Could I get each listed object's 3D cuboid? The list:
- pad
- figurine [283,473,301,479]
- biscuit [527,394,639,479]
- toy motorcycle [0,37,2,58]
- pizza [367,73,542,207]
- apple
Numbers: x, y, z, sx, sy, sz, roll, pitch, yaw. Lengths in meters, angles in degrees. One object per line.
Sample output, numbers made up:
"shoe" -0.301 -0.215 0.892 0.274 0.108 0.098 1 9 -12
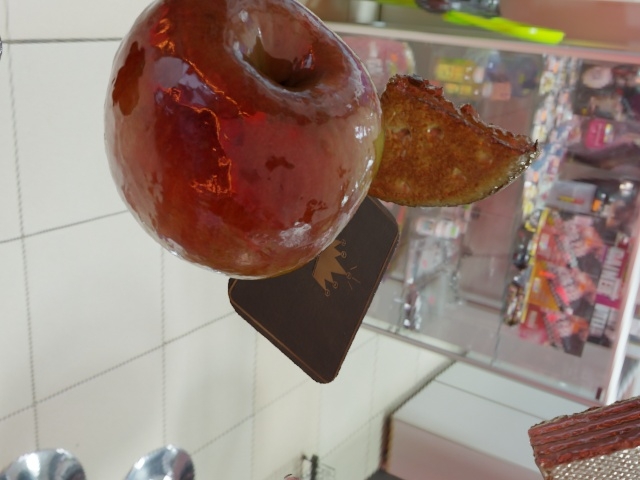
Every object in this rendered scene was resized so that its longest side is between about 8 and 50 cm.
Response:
"pad" -0.001 0.000 1.226 0.315 0.063 0.375 43 51 -20
"figurine" -0.040 0.308 0.837 0.060 0.047 0.106 58 34 -35
"biscuit" 0.509 0.255 1.055 0.078 0.426 0.144 -96 161 -45
"toy motorcycle" -0.502 -0.263 0.759 0.341 0.107 0.222 -1 127 -20
"pizza" 0.130 -0.126 0.958 0.058 0.292 0.197 -53 122 -39
"apple" -0.086 -0.102 0.800 0.302 0.302 0.301 -29 127 -49
